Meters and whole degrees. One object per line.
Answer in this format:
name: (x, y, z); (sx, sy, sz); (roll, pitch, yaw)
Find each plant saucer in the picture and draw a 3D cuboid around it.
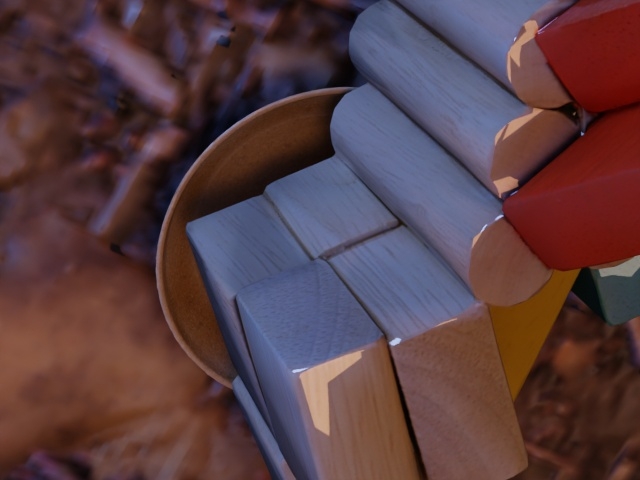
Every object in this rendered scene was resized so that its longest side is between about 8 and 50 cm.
plant saucer: (0.000, 0.000, 0.430); (0.083, 0.015, 0.083); (-7, 117, -15)

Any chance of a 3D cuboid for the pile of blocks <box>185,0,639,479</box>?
pile of blocks: (0.089, -0.073, 0.355); (0.149, 0.112, 0.362); (13, 108, -24)
